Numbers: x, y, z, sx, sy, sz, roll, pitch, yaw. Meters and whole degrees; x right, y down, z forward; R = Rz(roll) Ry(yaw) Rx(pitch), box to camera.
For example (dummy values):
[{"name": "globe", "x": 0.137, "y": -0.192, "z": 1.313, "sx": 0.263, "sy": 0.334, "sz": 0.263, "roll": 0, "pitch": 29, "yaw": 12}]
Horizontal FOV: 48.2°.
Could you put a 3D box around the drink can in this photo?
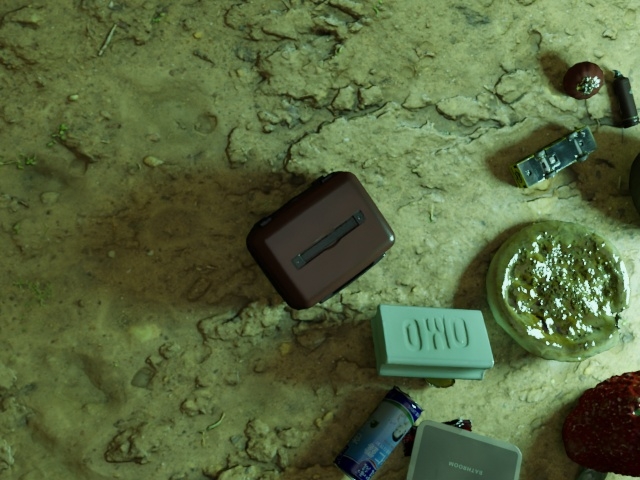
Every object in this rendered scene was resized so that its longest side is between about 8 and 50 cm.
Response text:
[{"name": "drink can", "x": 0.139, "y": 0.463, "z": 1.697, "sx": 0.097, "sy": 0.097, "sz": 0.235, "roll": 43, "pitch": 81, "yaw": -9}]

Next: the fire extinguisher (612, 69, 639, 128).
[{"name": "fire extinguisher", "x": 0.807, "y": -0.378, "z": 1.894, "sx": 0.064, "sy": 0.043, "sz": 0.158, "roll": -18, "pitch": 94, "yaw": -43}]

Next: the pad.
[{"name": "pad", "x": 0.348, "y": 0.548, "z": 1.721, "sx": 0.266, "sy": 0.002, "sz": 0.176, "roll": 16, "pitch": 69, "yaw": 2}]

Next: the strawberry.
[{"name": "strawberry", "x": 0.767, "y": 0.463, "z": 1.797, "sx": 0.261, "sy": 0.258, "sz": 0.261, "roll": 12, "pitch": 68, "yaw": -32}]

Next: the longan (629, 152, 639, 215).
[{"name": "longan", "x": 0.947, "y": -0.122, "z": 1.814, "sx": 0.350, "sy": 0.288, "sz": 0.288, "roll": 24, "pitch": 84, "yaw": -23}]

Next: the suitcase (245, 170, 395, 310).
[{"name": "suitcase", "x": 0.000, "y": 0.000, "z": 1.639, "sx": 0.297, "sy": 0.161, "sz": 0.236, "roll": -37, "pitch": 98, "yaw": -12}]

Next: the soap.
[{"name": "soap", "x": 0.262, "y": 0.241, "z": 1.698, "sx": 0.265, "sy": 0.087, "sz": 0.159, "roll": 5, "pitch": 51, "yaw": -13}]

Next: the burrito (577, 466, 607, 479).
[{"name": "burrito", "x": 0.700, "y": 0.625, "z": 1.851, "sx": 0.074, "sy": 0.044, "sz": 0.118, "roll": 31, "pitch": 79, "yaw": -15}]

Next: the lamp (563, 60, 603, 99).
[{"name": "lamp", "x": 0.677, "y": -0.412, "z": 1.839, "sx": 0.101, "sy": 0.090, "sz": 0.101, "roll": -1, "pitch": 125, "yaw": -1}]

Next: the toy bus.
[{"name": "toy bus", "x": 0.597, "y": -0.210, "z": 1.825, "sx": 0.226, "sy": 0.074, "sz": 0.081, "roll": -30, "pitch": 95, "yaw": -11}]

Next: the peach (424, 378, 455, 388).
[{"name": "peach", "x": 0.293, "y": 0.321, "z": 1.756, "sx": 0.083, "sy": 0.050, "sz": 0.077, "roll": 10, "pitch": 110, "yaw": -3}]

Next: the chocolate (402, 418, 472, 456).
[{"name": "chocolate", "x": 0.289, "y": 0.488, "z": 1.764, "sx": 0.183, "sy": 0.028, "sz": 0.086, "roll": 0, "pitch": 90, "yaw": -13}]

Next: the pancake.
[{"name": "pancake", "x": 0.611, "y": 0.122, "z": 1.797, "sx": 0.382, "sy": 0.071, "sz": 0.382, "roll": 1, "pitch": 77, "yaw": -7}]
